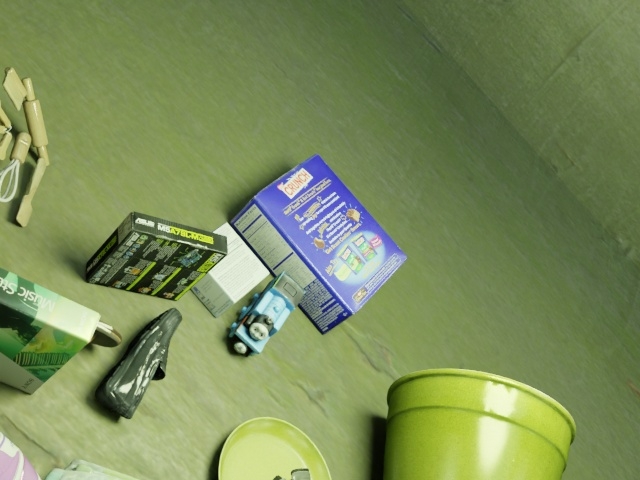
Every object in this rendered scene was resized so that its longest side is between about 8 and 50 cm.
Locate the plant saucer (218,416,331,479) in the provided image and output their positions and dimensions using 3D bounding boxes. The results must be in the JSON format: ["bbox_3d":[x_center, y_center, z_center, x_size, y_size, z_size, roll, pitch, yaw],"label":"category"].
[{"bbox_3d":[-0.083,0.430,1.466,0.241,0.037,0.241,25,45,-28],"label":"plant saucer"}]

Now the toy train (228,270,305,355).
[{"bbox_3d":[-0.105,0.143,1.618,0.080,0.105,0.184,43,39,-7],"label":"toy train"}]

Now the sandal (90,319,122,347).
[{"bbox_3d":[-0.428,0.144,1.339,0.219,0.090,0.060,22,63,-31],"label":"sandal"}]

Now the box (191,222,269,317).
[{"bbox_3d":[-0.193,0.057,1.631,0.137,0.072,0.126,50,40,0],"label":"box"}]

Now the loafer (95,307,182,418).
[{"bbox_3d":[-0.294,0.206,1.423,0.078,0.076,0.223,45,44,-14],"label":"loafer"}]

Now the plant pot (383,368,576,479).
[{"bbox_3d":[0.265,0.481,1.541,0.366,0.366,0.353,32,54,-20],"label":"plant pot"}]

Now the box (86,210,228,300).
[{"bbox_3d":[-0.288,0.033,1.470,0.184,0.190,0.045,13,52,-35],"label":"box"}]

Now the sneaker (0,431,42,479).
[{"bbox_3d":[-0.471,0.366,1.046,0.282,0.102,0.161,-67,152,-46],"label":"sneaker"}]

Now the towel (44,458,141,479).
[{"bbox_3d":[-0.273,0.492,1.108,0.320,0.090,0.374,16,44,2],"label":"towel"}]

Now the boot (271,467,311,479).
[{"bbox_3d":[-0.068,0.480,1.365,0.161,0.083,0.246,53,34,14],"label":"boot"}]

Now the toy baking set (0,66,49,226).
[{"bbox_3d":[-0.528,-0.164,1.449,0.197,0.030,0.256,-69,155,-61],"label":"toy baking set"}]

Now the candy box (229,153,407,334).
[{"bbox_3d":[0.000,0.000,1.818,0.317,0.122,0.268,51,40,0],"label":"candy box"}]

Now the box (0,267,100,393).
[{"bbox_3d":[-0.505,0.101,1.181,0.322,0.232,0.058,28,49,-23],"label":"box"}]
